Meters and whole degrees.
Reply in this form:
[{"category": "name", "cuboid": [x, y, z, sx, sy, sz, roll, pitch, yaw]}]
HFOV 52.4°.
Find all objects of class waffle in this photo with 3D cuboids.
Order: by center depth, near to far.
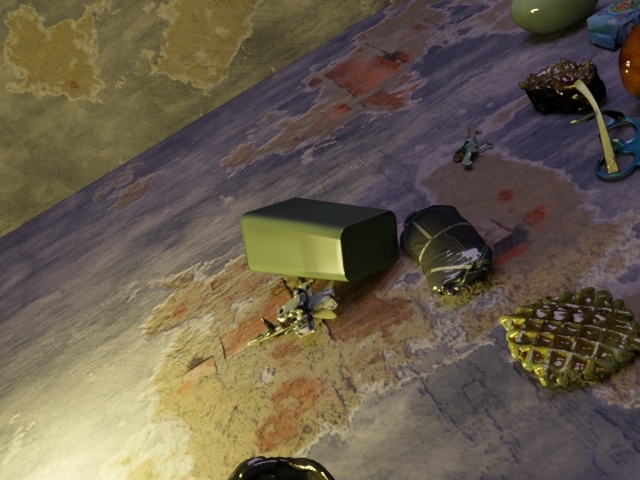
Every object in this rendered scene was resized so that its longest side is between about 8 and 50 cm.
[{"category": "waffle", "cuboid": [0.429, 0.159, 1.116, 0.214, 0.054, 0.208, -22, 27, 4]}]

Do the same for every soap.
[{"category": "soap", "cuboid": [0.931, -0.672, 1.911, 0.293, 0.077, 0.156, -32, 29, -3]}]

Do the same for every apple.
[{"category": "apple", "cuboid": [0.806, -0.420, 1.501, 0.211, 0.211, 0.188, -44, 38, -21]}]

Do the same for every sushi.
[{"category": "sushi", "cuboid": [0.658, -0.419, 1.735, 0.147, 0.115, 0.212, -41, 30, -17]}]

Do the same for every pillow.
[{"category": "pillow", "cuboid": [0.271, 0.011, 1.453, 0.161, 0.092, 0.335, -32, 28, 5]}]

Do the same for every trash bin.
[{"category": "trash bin", "cuboid": [0.000, 0.000, 1.614, 0.343, 0.158, 0.223, 9, 22, 43]}]

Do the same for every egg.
[{"category": "egg", "cuboid": [0.762, -0.782, 2.109, 0.283, 0.203, 0.203, -14, 33, 15]}]

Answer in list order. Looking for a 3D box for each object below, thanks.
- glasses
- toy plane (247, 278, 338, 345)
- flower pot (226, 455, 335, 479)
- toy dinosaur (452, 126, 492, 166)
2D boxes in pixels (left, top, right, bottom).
[{"category": "glasses", "cuboid": [0.633, -0.255, 1.479, 0.239, 0.207, 0.102, -58, 2, -42]}, {"category": "toy plane", "cuboid": [-0.074, 0.177, 1.520, 0.262, 0.088, 0.192, -24, 31, 12]}, {"category": "flower pot", "cuboid": [-0.054, 0.473, 0.918, 0.302, 0.213, 0.302, -22, 30, 14]}, {"category": "toy dinosaur", "cuboid": [0.407, -0.257, 1.800, 0.106, 0.044, 0.187, -44, 29, 9]}]
